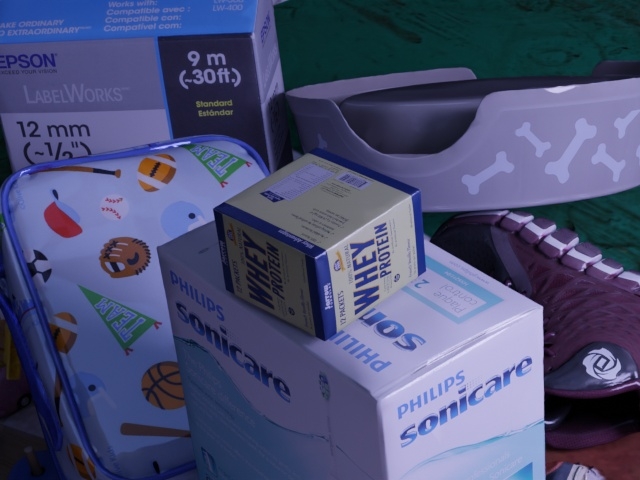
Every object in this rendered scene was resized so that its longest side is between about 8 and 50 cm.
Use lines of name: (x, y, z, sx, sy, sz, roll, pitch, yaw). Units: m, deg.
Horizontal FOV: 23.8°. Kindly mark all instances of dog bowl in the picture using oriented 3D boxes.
dog bowl: (0.144, -0.098, 1.372, 0.349, 0.102, 0.349, -5, 10, 1)

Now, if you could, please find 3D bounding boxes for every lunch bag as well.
lunch bag: (-0.123, 0.061, 1.156, 0.243, 0.115, 0.303, -14, 60, -21)

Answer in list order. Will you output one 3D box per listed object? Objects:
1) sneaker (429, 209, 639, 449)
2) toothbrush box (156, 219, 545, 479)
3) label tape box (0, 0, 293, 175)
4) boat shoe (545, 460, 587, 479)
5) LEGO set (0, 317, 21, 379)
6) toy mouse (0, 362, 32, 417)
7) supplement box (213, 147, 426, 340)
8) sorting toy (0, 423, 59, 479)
sneaker: (0.169, 0.073, 1.202, 0.281, 0.106, 0.162, 21, 45, 35)
toothbrush box: (0.024, 0.139, 0.948, 0.126, 0.295, 0.216, -28, 37, -28)
label tape box: (-0.166, -0.149, 1.380, 0.249, 0.347, 0.115, -1, 33, 10)
boat shoe: (0.170, 0.202, 1.055, 0.043, 0.049, 0.137, -1, 28, 5)
LEGO set: (-0.220, 0.048, 1.294, 0.287, 0.132, 0.107, -40, 25, -29)
toy mouse: (-0.298, 0.118, 1.285, 0.161, 0.031, 0.143, 11, 37, 26)
supplement box: (0.000, 0.000, 0.842, 0.083, 0.056, 0.083, 25, 45, 39)
sorting toy: (-0.267, 0.183, 1.153, 0.274, 0.046, 0.132, 13, 44, 29)
